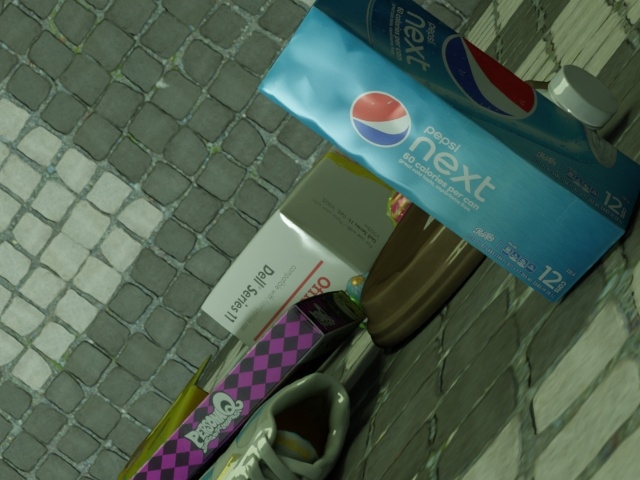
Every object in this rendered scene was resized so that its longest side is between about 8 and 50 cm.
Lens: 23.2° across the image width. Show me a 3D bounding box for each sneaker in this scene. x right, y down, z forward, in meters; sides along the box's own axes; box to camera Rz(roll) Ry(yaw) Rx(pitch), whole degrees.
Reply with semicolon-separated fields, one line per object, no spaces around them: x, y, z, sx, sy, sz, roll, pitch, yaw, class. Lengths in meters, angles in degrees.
-0.049;0.186;1.142;0.092;0.087;0.228;-53;4;43;sneaker

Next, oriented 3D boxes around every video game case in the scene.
-0.066;0.141;1.325;0.232;0.042;0.210;-47;-7;8;video game case

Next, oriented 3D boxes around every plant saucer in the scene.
0.119;-0.031;1.313;0.278;0.041;0.278;-52;6;8;plant saucer

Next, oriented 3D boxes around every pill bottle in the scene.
0.149;-0.063;1.069;0.116;0.065;0.065;-52;4;30;pill bottle

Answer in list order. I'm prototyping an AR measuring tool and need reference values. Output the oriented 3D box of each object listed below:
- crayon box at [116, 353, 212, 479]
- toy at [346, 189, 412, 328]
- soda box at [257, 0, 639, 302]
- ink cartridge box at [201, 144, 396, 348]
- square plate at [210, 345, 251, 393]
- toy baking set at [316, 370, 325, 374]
-0.173;0.289;1.599;0.202;0.081;0.318;-51;11;41;crayon box
0.088;-0.023;1.519;0.237;0.056;0.137;-55;5;-10;toy
0.075;-0.062;0.878;0.071;0.210;0.067;-52;5;41;soda box
0.000;0.000;1.723;0.207;0.119;0.353;-50;1;44;ink cartridge box
-0.111;0.212;1.916;0.344;0.049;0.347;-56;5;-32;square plate
-0.072;0.207;1.345;0.256;0.030;0.197;-52;-7;-38;toy baking set
